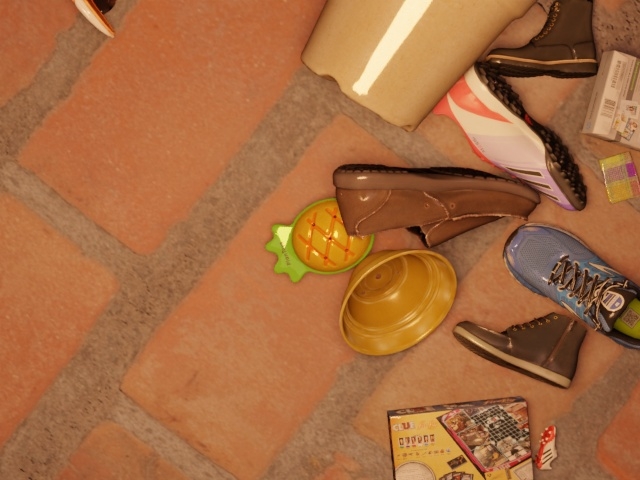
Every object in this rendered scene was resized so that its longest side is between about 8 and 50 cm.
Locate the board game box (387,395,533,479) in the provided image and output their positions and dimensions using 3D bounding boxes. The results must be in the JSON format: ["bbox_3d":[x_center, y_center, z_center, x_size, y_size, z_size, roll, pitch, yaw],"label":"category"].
[{"bbox_3d":[0.246,0.370,1.542,0.243,0.042,0.165,-5,94,-2],"label":"board game box"}]

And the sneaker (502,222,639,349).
[{"bbox_3d":[0.462,0.078,1.480,0.330,0.147,0.129,31,92,-3],"label":"sneaker"}]

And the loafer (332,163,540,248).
[{"bbox_3d":[0.189,-0.054,1.456,0.366,0.134,0.130,2,102,-16],"label":"loafer"}]

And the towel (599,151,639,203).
[{"bbox_3d":[0.527,-0.109,1.540,0.060,0.009,0.083,-16,93,0],"label":"towel"}]

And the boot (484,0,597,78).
[{"bbox_3d":[0.375,-0.351,1.495,0.198,0.077,0.137,1,89,-15],"label":"boot"}]

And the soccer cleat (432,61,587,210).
[{"bbox_3d":[0.330,-0.158,1.495,0.318,0.108,0.116,44,124,-14],"label":"soccer cleat"}]

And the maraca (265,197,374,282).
[{"bbox_3d":[0.000,0.000,1.482,0.186,0.099,0.127,-21,90,5],"label":"maraca"}]

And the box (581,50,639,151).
[{"bbox_3d":[0.552,-0.229,1.498,0.186,0.038,0.145,13,93,-16],"label":"box"}]

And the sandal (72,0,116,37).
[{"bbox_3d":[-0.398,-0.460,1.436,0.076,0.102,0.265,-31,92,3],"label":"sandal"}]

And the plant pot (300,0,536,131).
[{"bbox_3d":[0.139,-0.353,1.380,0.334,0.334,0.305,33,103,-4],"label":"plant pot"}]

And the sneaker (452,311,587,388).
[{"bbox_3d":[0.346,0.163,1.525,0.222,0.083,0.118,24,78,-1],"label":"sneaker"}]

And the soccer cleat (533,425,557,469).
[{"bbox_3d":[0.407,0.369,1.557,0.036,0.029,0.083,15,96,-12],"label":"soccer cleat"}]

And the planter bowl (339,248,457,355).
[{"bbox_3d":[0.114,0.083,1.476,0.217,0.090,0.217,-14,129,-18],"label":"planter bowl"}]
